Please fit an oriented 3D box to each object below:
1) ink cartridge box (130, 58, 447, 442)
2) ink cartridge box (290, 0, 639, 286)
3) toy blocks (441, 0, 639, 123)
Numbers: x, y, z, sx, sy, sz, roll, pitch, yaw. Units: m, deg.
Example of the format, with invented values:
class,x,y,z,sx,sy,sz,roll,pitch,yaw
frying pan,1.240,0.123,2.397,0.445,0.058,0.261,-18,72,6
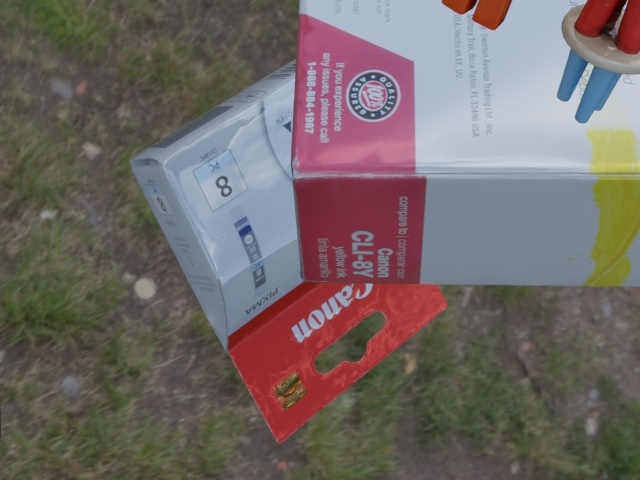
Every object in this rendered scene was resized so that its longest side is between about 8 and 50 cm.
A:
class,x,y,z,sx,sy,sz,roll,pitch,yaw
ink cartridge box,0.000,0.000,1.370,0.308,0.091,0.385,-36,111,-28
ink cartridge box,0.178,-0.116,0.900,0.385,0.160,0.279,1,57,3
toy blocks,0.113,-0.122,0.557,0.123,0.148,0.054,7,44,-9
